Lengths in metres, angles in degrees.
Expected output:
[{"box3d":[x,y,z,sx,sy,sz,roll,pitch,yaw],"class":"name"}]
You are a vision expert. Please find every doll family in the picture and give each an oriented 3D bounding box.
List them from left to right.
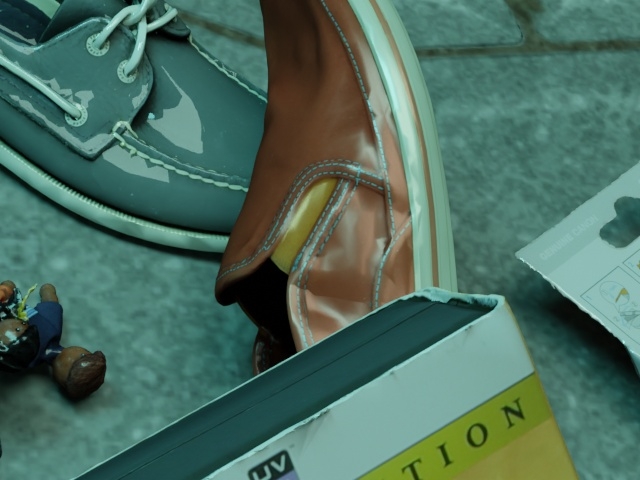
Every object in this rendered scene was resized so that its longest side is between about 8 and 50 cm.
[{"box3d":[-0.167,0.054,0.887,0.111,0.076,0.193,27,41,9],"class":"doll family"}]

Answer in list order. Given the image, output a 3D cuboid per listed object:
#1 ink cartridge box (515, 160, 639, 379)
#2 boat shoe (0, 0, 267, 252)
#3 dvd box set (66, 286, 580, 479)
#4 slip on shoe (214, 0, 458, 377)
[{"box3d":[0.232,0.054,1.081,0.224,0.056,0.181,38,46,20],"class":"ink cartridge box"},{"box3d":[-0.126,-0.096,1.022,0.319,0.099,0.116,26,41,-1],"class":"boat shoe"},{"box3d":[-0.003,0.265,0.548,0.307,0.062,0.420,-27,103,-24],"class":"dvd box set"},{"box3d":[0.000,0.000,0.942,0.101,0.123,0.331,-2,71,-13],"class":"slip on shoe"}]
